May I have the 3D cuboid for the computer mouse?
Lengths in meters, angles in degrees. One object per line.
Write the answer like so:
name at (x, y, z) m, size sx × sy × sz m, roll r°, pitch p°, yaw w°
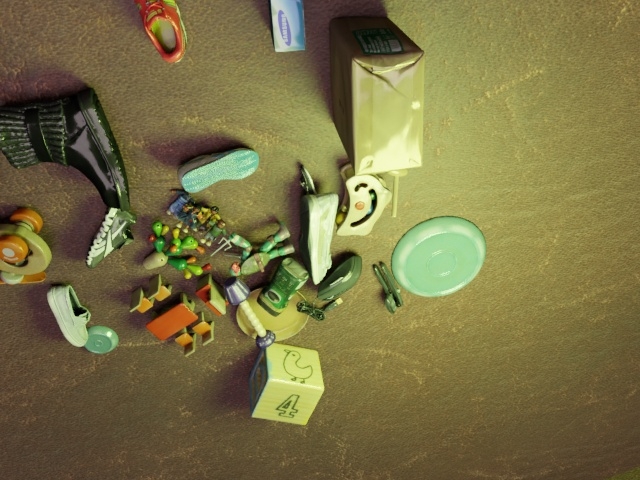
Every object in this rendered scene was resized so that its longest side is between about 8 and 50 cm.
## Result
computer mouse at (0.057, 0.167, 2.047) m, size 0.262 × 0.060 × 0.184 m, roll -42°, pitch 150°, yaw 2°

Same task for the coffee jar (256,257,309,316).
coffee jar at (-0.118, 0.146, 1.966) m, size 0.096 × 0.079 × 0.184 m, roll 40°, pitch 121°, yaw 7°

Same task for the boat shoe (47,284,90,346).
boat shoe at (-0.756, 0.233, 1.976) m, size 0.081 × 0.079 × 0.227 m, roll -12°, pitch 122°, yaw 4°

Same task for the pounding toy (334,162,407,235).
pounding toy at (0.123, -0.117, 1.833) m, size 0.154 × 0.155 × 0.269 m, roll 17°, pitch 120°, yaw -25°

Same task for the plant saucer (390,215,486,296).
plant saucer at (0.386, 0.066, 2.070) m, size 0.318 × 0.043 × 0.317 m, roll -4°, pitch 125°, yaw -6°

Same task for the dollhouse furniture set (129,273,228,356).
dollhouse furniture set at (-0.419, 0.225, 1.990) m, size 0.259 × 0.135 × 0.262 m, roll -33°, pitch 123°, yaw 13°

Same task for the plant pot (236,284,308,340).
plant pot at (-0.156, 0.232, 2.101) m, size 0.236 × 0.032 × 0.236 m, roll -5°, pitch 124°, yaw -7°

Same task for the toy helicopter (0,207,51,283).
toy helicopter at (-0.935, 0.043, 1.814) m, size 0.355 × 0.140 × 0.235 m, roll -1°, pitch 134°, yaw 5°

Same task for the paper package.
paper package at (0.129, -0.359, 1.571) m, size 0.168 × 0.325 × 0.309 m, roll -8°, pitch 124°, yaw -4°

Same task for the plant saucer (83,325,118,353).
plant saucer at (-0.717, 0.327, 2.081) m, size 0.119 × 0.021 × 0.119 m, roll -5°, pitch 125°, yaw -7°

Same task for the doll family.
doll family at (-0.348, -0.077, 1.837) m, size 0.193 × 0.076 × 0.111 m, roll 31°, pitch 119°, yaw -23°

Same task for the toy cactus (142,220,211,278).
toy cactus at (-0.444, 0.045, 1.897) m, size 0.181 × 0.112 × 0.219 m, roll -26°, pitch 133°, yaw 20°

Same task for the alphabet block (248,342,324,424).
alphabet block at (-0.121, 0.485, 2.183) m, size 0.197 × 0.192 × 0.193 m, roll 13°, pitch 123°, yaw -18°

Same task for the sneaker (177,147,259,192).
sneaker at (-0.280, -0.206, 1.756) m, size 0.229 × 0.092 × 0.087 m, roll -19°, pitch 125°, yaw -20°

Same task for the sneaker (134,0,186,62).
sneaker at (-0.379, -0.545, 1.485) m, size 0.107 × 0.118 × 0.279 m, roll -20°, pitch 125°, yaw 4°

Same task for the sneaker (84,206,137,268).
sneaker at (-0.597, 0.000, 1.844) m, size 0.106 × 0.078 × 0.234 m, roll 24°, pitch 115°, yaw -20°

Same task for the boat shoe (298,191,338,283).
boat shoe at (-0.001, -0.002, 1.909) m, size 0.103 × 0.118 × 0.320 m, roll -13°, pitch 128°, yaw -16°

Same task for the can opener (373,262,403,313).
can opener at (0.224, 0.149, 2.092) m, size 0.059 × 0.073 × 0.186 m, roll -15°, pitch 116°, yaw 11°

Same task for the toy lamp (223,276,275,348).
toy lamp at (-0.225, 0.224, 2.020) m, size 0.080 × 0.080 × 0.274 m, roll -20°, pitch 127°, yaw 5°

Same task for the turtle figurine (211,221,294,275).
turtle figurine at (-0.197, 0.041, 1.900) m, size 0.234 × 0.118 × 0.175 m, roll -25°, pitch 157°, yaw -11°

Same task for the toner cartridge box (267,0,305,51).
toner cartridge box at (-0.088, -0.624, 1.452) m, size 0.075 × 0.165 × 0.347 m, roll -6°, pitch 124°, yaw -4°

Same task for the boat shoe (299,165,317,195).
boat shoe at (-0.039, -0.159, 1.849) m, size 0.038 × 0.046 × 0.125 m, roll -22°, pitch 133°, yaw 0°

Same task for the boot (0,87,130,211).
boot at (-0.656, -0.208, 1.658) m, size 0.260 × 0.131 × 0.348 m, roll -17°, pitch 114°, yaw -5°
